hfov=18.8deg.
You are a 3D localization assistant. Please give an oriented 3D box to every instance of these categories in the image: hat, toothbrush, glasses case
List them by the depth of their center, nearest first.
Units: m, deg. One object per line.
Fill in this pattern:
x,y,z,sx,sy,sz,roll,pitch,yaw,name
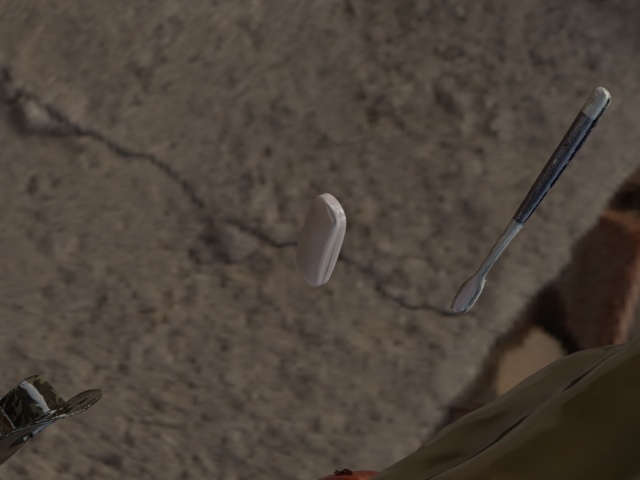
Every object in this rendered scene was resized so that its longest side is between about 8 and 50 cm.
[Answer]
0.000,0.000,1.414,0.021,0.083,0.032,-21,56,-30,glasses case
-0.244,0.144,1.633,0.121,0.121,0.050,-32,89,-18,hat
0.214,-0.037,1.965,0.024,0.026,0.288,38,116,15,toothbrush

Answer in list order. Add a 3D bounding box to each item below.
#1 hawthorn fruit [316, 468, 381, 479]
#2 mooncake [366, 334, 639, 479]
0.030,0.293,1.765,0.202,0.185,0.185,19,81,-43,hawthorn fruit
0.091,0.176,0.497,0.161,0.290,0.290,-22,95,-34,mooncake
